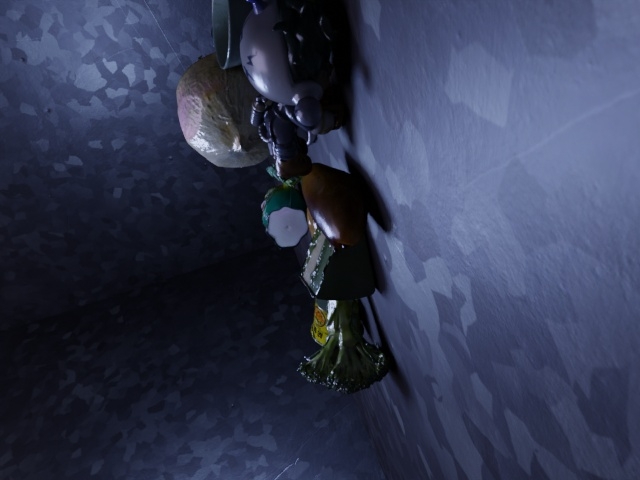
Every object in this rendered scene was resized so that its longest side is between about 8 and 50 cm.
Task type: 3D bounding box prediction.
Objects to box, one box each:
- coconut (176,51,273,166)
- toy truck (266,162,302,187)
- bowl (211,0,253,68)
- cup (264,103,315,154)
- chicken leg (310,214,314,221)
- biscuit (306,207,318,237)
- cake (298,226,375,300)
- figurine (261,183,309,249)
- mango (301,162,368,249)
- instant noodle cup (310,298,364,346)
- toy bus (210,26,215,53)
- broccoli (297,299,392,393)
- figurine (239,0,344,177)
[{"bbox_3d":[-0.292,-0.435,1.631,0.404,0.404,0.405,162,90,-83],"label":"coconut"},{"bbox_3d":[-0.126,-0.284,1.916,0.135,0.128,0.259,47,179,-16],"label":"toy truck"},{"bbox_3d":[-0.237,-0.674,1.421,0.289,0.146,0.289,174,90,-69],"label":"bowl"},{"bbox_3d":[-0.099,-0.337,1.376,0.173,0.134,0.142,-122,17,-69],"label":"cup"},{"bbox_3d":[0.010,-0.087,1.282,0.219,0.048,0.090,14,-85,-79],"label":"chicken leg"},{"bbox_3d":[-0.001,0.000,1.693,0.202,0.044,0.289,86,167,-56],"label":"biscuit"},{"bbox_3d":[0.080,0.003,1.175,0.284,0.172,0.158,-71,24,14],"label":"cake"},{"bbox_3d":[-0.153,-0.124,2.097,0.340,0.231,0.324,-103,24,-62],"label":"figurine"},{"bbox_3d":[0.033,-0.086,1.005,0.267,0.111,0.133,-119,38,-47],"label":"mango"},{"bbox_3d":[0.055,0.244,1.538,0.182,0.182,0.144,-117,20,-54],"label":"instant noodle cup"},{"bbox_3d":[-0.333,-0.743,1.937,0.312,0.190,0.152,80,-174,-50],"label":"toy bus"},{"bbox_3d":[0.092,0.250,1.340,0.221,0.252,0.362,163,123,-80],"label":"broccoli"},{"bbox_3d":[-0.046,-0.289,0.885,0.382,0.186,0.261,89,157,-53],"label":"figurine"}]
